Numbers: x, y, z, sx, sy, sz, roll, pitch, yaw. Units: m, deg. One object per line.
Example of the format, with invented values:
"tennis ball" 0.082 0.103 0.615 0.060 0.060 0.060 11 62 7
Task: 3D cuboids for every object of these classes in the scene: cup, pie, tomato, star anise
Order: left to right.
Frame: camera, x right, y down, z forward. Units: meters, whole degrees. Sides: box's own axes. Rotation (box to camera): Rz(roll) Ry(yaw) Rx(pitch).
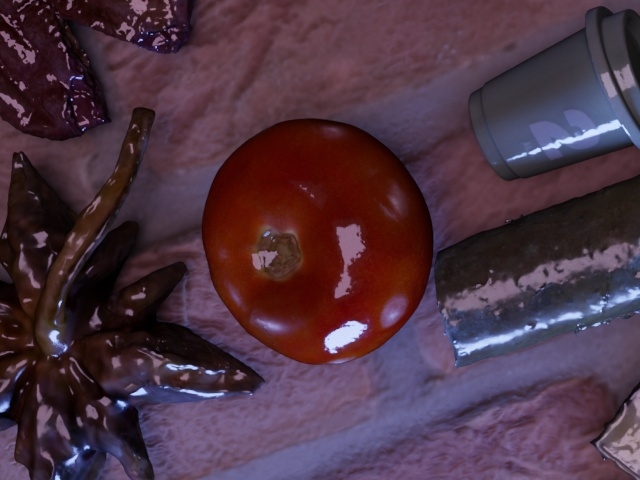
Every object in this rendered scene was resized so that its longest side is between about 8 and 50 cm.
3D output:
"star anise" -0.210 0.078 1.466 0.349 0.109 0.292 -38 93 13
"pie" -0.209 -0.198 1.478 0.218 0.054 0.204 -29 87 15
"tomato" 0.000 0.000 1.388 0.195 0.136 0.195 4 98 32
"cup" 0.191 -0.108 1.362 0.141 0.120 0.120 -19 89 25

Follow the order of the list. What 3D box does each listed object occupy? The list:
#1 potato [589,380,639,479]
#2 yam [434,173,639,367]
"potato" 0.279 0.168 1.379 0.122 0.061 0.086 38 100 7
"yam" 0.211 0.015 1.364 0.259 0.106 0.106 -19 89 13
